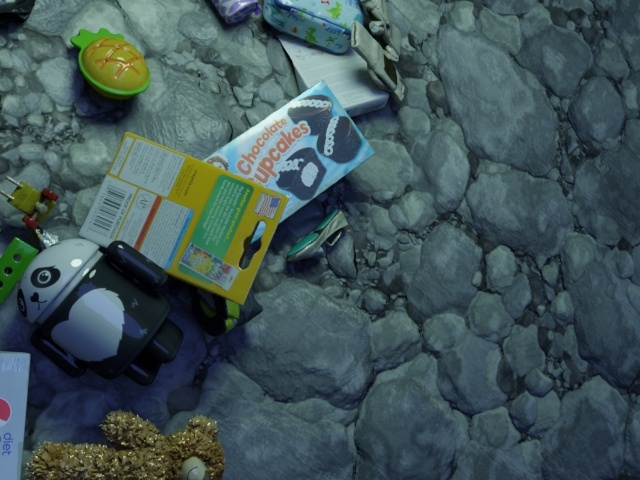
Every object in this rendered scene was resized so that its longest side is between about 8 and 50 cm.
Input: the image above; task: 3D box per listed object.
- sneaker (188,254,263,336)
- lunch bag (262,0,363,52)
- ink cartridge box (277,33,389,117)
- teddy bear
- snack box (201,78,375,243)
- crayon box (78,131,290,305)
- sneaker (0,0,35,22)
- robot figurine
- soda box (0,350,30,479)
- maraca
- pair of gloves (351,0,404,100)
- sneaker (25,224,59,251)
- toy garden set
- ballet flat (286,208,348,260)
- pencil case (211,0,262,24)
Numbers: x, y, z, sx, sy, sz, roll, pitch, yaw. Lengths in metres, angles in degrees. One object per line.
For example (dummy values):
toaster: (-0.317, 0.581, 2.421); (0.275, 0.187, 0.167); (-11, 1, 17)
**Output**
sneaker: (-0.198, 0.030, 1.328); (0.121, 0.111, 0.300); (-3, 73, -52)
lunch bag: (-0.015, -0.522, 1.532); (0.219, 0.090, 0.176); (17, 58, -21)
ink cartridge box: (0.023, -0.373, 1.560); (0.181, 0.056, 0.224); (-21, 69, -28)
teddy bear: (-0.316, 0.401, 1.168); (0.338, 0.113, 0.245); (14, 74, -22)
snack box: (-0.071, -0.157, 1.408); (0.322, 0.060, 0.187); (-37, 95, -14)
crayon box: (-0.229, -0.035, 1.222); (0.323, 0.083, 0.203); (22, 84, 12)
sneaker: (-0.554, -0.465, 1.276); (0.283, 0.107, 0.124); (-43, 113, -24)
robot figurine: (-0.366, 0.121, 1.172); (0.278, 0.173, 0.209); (41, 65, -12)
soda box: (-0.513, 0.320, 1.097); (0.091, 0.098, 0.286); (5, 76, -24)
maraca: (-0.393, -0.336, 1.314); (0.127, 0.099, 0.185); (-14, 59, -38)
pair of gloves: (0.136, -0.447, 1.547); (0.204, 0.042, 0.240); (46, 40, -43)
sneaker: (-0.482, -0.002, 1.231); (0.083, 0.032, 0.037); (53, 39, -3)
toy garden set: (-0.577, -0.044, 1.151); (0.244, 0.049, 0.204); (35, 82, -20)
ballet flat: (0.000, 0.000, 1.448); (0.168, 0.057, 0.052); (-44, 108, -27)
pencil case: (-0.211, -0.553, 1.461); (0.206, 0.086, 0.088); (59, 38, -4)
